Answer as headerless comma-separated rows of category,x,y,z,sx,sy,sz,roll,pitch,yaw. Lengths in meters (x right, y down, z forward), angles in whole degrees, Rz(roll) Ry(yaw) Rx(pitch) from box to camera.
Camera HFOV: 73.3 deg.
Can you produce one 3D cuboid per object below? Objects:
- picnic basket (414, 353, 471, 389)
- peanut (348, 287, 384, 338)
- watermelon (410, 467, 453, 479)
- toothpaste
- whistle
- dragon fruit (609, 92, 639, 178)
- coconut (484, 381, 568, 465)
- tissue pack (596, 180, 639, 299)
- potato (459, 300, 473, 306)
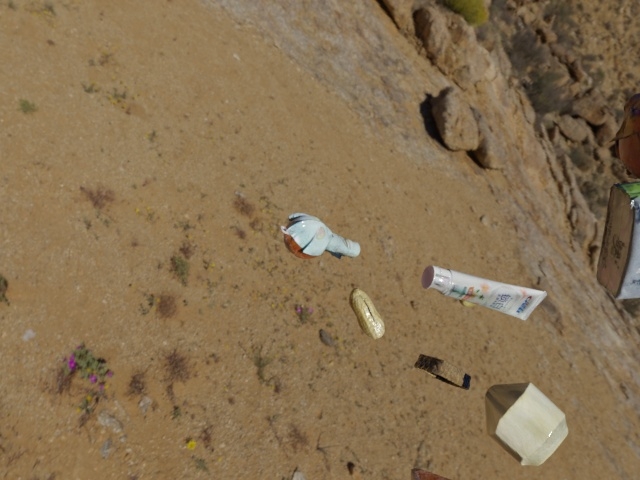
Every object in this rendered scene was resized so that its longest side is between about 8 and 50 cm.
picnic basket,0.382,0.406,1.334,0.193,0.110,0.055,32,72,-35
peanut,0.144,0.232,1.371,0.080,0.080,0.175,-17,77,-54
watermelon,0.419,0.842,1.314,0.283,0.250,0.293,-30,83,-36
toothpaste,0.406,0.129,1.067,0.323,0.100,0.066,15,30,-14
whistle,-0.001,0.000,1.391,0.346,0.134,0.142,18,15,-46
dragon fruit,0.422,-0.140,0.449,0.125,0.246,0.126,-21,79,-23
coconut,0.573,0.512,1.238,0.202,0.202,0.222,-6,42,-49
tissue pack,0.914,-0.016,1.044,0.124,0.394,0.288,-87,168,-64
potato,0.495,0.170,1.412,0.137,0.092,0.070,1,9,-37
